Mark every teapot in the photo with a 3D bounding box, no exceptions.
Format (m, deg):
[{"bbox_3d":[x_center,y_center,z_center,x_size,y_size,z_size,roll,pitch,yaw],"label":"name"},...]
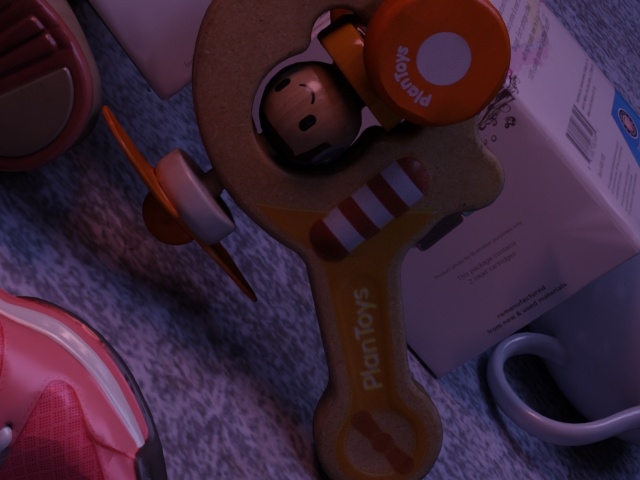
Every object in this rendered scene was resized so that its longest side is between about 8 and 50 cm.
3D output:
[{"bbox_3d":[0.247,0.044,1.583,0.187,0.253,0.256,19,1,9],"label":"teapot"}]

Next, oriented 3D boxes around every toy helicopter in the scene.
[{"bbox_3d":[0.000,0.000,1.187,0.140,0.235,0.355,-120,-160,-68],"label":"toy helicopter"}]

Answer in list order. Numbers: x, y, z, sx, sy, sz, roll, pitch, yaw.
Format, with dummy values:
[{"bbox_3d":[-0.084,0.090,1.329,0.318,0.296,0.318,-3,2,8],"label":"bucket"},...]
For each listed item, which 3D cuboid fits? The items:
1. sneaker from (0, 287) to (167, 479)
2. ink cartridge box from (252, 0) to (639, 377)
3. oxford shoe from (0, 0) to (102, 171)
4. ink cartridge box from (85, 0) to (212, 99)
[{"bbox_3d":[-0.206,0.056,0.916,0.314,0.116,0.136,49,36,5],"label":"sneaker"},{"bbox_3d":[0.092,-0.085,1.454,0.270,0.197,0.198,49,27,-12],"label":"ink cartridge box"},{"bbox_3d":[-0.249,-0.190,1.133,0.348,0.123,0.130,58,7,-2],"label":"oxford shoe"},{"bbox_3d":[-0.170,-0.279,1.178,0.353,0.119,0.207,55,-2,-34],"label":"ink cartridge box"}]
